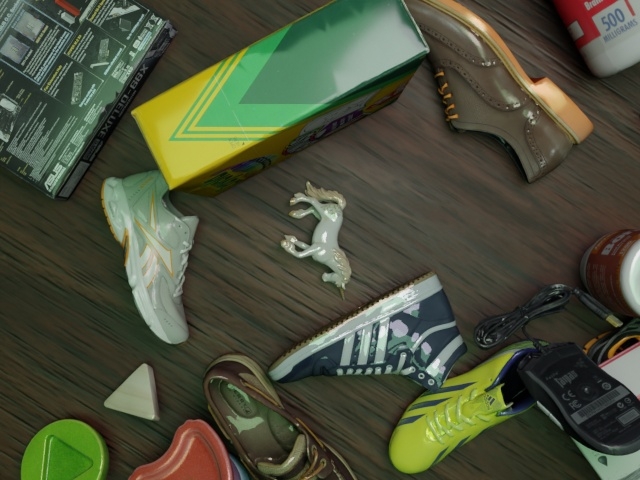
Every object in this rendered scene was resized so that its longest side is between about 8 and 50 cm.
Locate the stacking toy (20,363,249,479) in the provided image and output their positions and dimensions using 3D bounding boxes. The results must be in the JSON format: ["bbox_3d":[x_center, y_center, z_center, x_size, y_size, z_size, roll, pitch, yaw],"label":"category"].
[{"bbox_3d":[-0.270,0.364,1.191,0.309,0.130,0.279,-35,65,-2],"label":"stacking toy"}]

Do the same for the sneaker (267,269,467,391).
[{"bbox_3d":[0.075,0.173,1.165,0.282,0.099,0.153,-28,89,-2],"label":"sneaker"}]

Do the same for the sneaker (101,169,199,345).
[{"bbox_3d":[-0.222,0.020,1.166,0.121,0.099,0.262,-19,92,-4],"label":"sneaker"}]

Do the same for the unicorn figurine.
[{"bbox_3d":[0.000,0.000,1.180,0.111,0.060,0.162,13,91,0],"label":"unicorn figurine"}]

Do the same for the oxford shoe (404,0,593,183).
[{"bbox_3d":[0.209,-0.228,1.146,0.364,0.130,0.132,41,99,1],"label":"oxford shoe"}]

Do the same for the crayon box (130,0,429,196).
[{"bbox_3d":[-0.044,-0.170,1.026,0.313,0.363,0.106,-29,91,1],"label":"crayon box"}]

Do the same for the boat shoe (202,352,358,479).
[{"bbox_3d":[-0.052,0.312,1.154,0.123,0.123,0.342,-36,91,1],"label":"boat shoe"}]

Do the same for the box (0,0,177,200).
[{"bbox_3d":[-0.394,-0.248,1.169,0.242,0.076,0.307,32,91,0],"label":"box"}]

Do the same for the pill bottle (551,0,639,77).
[{"bbox_3d":[0.381,-0.446,1.088,0.229,0.229,0.407,-29,91,1],"label":"pill bottle"}]

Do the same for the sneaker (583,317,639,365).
[{"bbox_3d":[0.482,0.137,1.171,0.215,0.083,0.084,-38,90,0],"label":"sneaker"}]

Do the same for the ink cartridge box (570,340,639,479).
[{"bbox_3d":[0.442,0.269,1.121,0.158,0.092,0.218,-34,117,11],"label":"ink cartridge box"}]

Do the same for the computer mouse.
[{"bbox_3d":[0.346,0.168,1.067,0.184,0.060,0.262,-29,48,-21],"label":"computer mouse"}]

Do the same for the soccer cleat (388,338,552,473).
[{"bbox_3d":[0.218,0.235,1.153,0.289,0.121,0.093,-35,90,0],"label":"soccer cleat"}]

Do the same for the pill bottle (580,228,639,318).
[{"bbox_3d":[0.432,0.044,1.102,0.121,0.216,0.121,0,91,-1],"label":"pill bottle"}]
